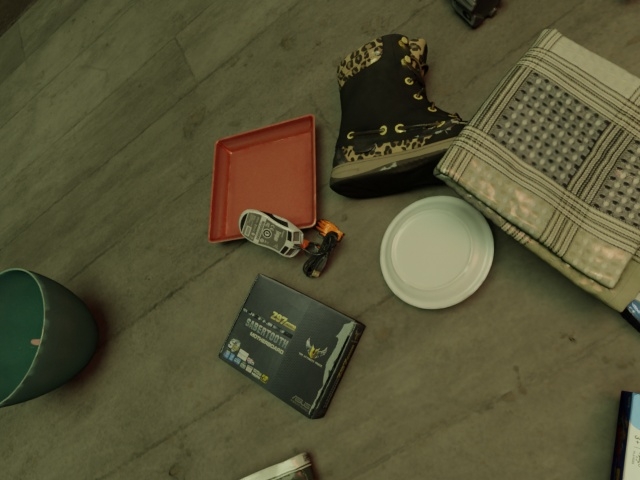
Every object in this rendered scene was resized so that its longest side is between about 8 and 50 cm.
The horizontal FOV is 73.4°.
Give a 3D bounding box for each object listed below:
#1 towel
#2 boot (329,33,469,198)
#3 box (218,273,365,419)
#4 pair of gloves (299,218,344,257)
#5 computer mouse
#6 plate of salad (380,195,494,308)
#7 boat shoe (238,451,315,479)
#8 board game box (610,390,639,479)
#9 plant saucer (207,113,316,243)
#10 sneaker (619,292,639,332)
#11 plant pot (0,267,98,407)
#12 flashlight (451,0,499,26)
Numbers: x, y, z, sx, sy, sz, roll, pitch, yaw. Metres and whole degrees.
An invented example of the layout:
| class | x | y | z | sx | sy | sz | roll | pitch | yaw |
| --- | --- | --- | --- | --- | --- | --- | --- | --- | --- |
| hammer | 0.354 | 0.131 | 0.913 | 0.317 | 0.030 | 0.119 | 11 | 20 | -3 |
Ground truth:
| class | x | y | z | sx | sy | sz | roll | pitch | yaw |
| --- | --- | --- | --- | --- | --- | --- | --- | --- | --- |
| towel | 0.373 | -0.114 | 0.604 | 0.324 | 0.056 | 0.312 | 39 | 77 | 7 |
| boot | 0.189 | -0.244 | 0.786 | 0.378 | 0.138 | 0.284 | -11 | 69 | 27 |
| box | -0.058 | 0.188 | 0.800 | 0.233 | 0.059 | 0.183 | 23 | 83 | 29 |
| pair of gloves | 0.000 | 0.000 | 0.861 | 0.074 | 0.010 | 0.083 | 35 | 91 | 29 |
| computer mouse | -0.067 | -0.008 | 0.834 | 0.193 | 0.042 | 0.106 | 27 | 116 | 6 |
| plate of salad | 0.197 | 0.020 | 0.742 | 0.200 | 0.048 | 0.199 | -12 | 68 | 33 |
| boat shoe | -0.109 | 0.438 | 0.733 | 0.219 | 0.078 | 0.070 | -30 | 62 | 12 |
| board game box | 0.444 | 0.370 | 0.458 | 0.234 | 0.078 | 0.346 | 9 | 77 | 28 |
| plant saucer | -0.120 | -0.126 | 0.937 | 0.259 | 0.048 | 0.258 | -8 | 70 | 22 |
| sneaker | 0.443 | 0.070 | 0.608 | 0.059 | 0.053 | 0.144 | -26 | 66 | 13 |
| plant pot | -0.636 | 0.225 | 0.980 | 0.291 | 0.195 | 0.290 | -8 | 71 | 23 |
| flashlight | 0.263 | -0.577 | 0.873 | 0.103 | 0.103 | 0.304 | -33 | 62 | 9 |
